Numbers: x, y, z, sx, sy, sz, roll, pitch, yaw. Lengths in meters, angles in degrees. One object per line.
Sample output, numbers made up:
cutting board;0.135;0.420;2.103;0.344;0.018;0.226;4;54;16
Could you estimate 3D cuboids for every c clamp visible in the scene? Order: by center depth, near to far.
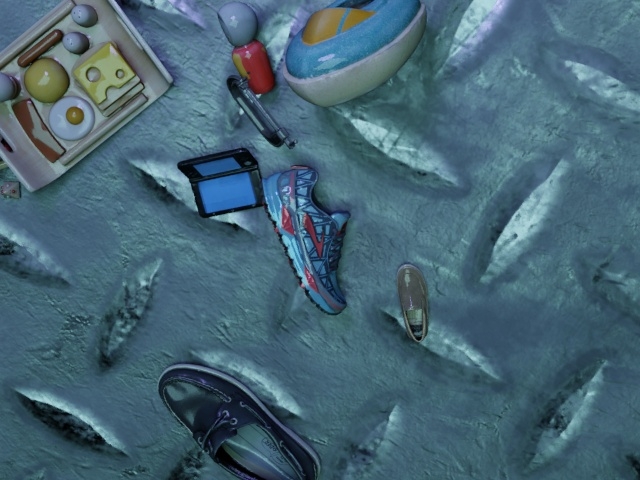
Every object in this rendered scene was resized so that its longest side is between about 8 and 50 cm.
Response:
c clamp;-0.093;-0.205;1.307;0.022;0.137;0.161;-40;91;-12

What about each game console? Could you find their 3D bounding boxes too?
game console;-0.163;-0.095;1.366;0.122;0.107;0.071;-12;73;8

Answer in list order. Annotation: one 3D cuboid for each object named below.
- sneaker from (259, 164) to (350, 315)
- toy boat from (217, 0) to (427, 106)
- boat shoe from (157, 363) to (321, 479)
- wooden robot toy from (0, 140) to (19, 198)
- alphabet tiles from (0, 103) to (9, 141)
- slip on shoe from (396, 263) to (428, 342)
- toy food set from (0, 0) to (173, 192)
sneaker;0.000;0.000;1.353;0.125;0.104;0.262;-24;104;4
toy boat;-0.013;-0.302;1.230;0.318;0.267;0.148;1;127;33
boat shoe;-0.150;0.346;1.442;0.340;0.113;0.127;41;104;-4
wooden robot toy;-0.570;-0.141;1.390;0.076;0.079;0.173;-22;100;10
alphabet tiles;-0.638;-0.215;1.341;0.237;0.009;0.198;16;71;-21
slip on shoe;0.157;0.107;1.393;0.051;0.041;0.135;-4;102;7
toy food set;-0.419;-0.255;1.332;0.306;0.092;0.220;-36;97;7
